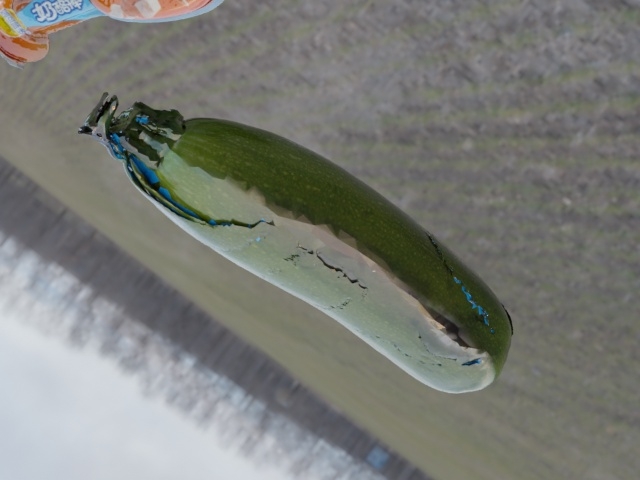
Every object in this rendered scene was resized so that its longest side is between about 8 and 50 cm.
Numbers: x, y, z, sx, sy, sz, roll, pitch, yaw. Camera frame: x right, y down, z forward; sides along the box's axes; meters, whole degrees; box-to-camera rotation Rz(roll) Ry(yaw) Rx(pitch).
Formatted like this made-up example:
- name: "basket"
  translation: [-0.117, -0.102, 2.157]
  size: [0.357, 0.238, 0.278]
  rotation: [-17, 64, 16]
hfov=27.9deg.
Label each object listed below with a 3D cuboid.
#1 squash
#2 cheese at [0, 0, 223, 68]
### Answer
- name: "squash"
  translation: [0.000, -0.001, 0.770]
  size: [0.331, 0.087, 0.087]
  rotation: [32, 177, -28]
- name: "cheese"
  translation: [-0.173, -0.202, 1.025]
  size: [0.256, 0.037, 0.106]
  rotation: [-15, 128, 25]
